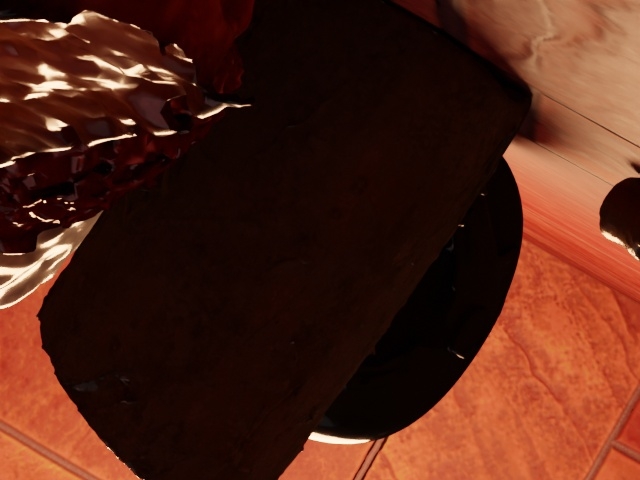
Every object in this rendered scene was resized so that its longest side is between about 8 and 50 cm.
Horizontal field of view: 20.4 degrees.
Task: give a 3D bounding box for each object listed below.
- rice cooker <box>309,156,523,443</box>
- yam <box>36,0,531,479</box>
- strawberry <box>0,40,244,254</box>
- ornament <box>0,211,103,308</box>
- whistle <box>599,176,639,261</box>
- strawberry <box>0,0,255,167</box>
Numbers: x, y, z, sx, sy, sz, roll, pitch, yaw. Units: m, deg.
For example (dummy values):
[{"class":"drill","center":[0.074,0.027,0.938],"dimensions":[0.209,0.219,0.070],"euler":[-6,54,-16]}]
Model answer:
[{"class":"rice cooker","center":[0.000,0.000,1.168],"dimensions":[0.267,0.267,0.224],"euler":[29,178,-16]},{"class":"yam","center":[-0.024,-0.006,0.917],"dimensions":[0.161,0.268,0.161],"euler":[34,-170,-7]},{"class":"strawberry","center":[-0.109,-0.100,0.752],"dimensions":[0.184,0.187,0.201],"euler":[49,147,-17]},{"class":"ornament","center":[-0.276,-0.103,1.130],"dimensions":[0.337,0.337,0.337],"euler":[29,-179,-1]},{"class":"whistle","center":[0.227,0.026,0.895],"dimensions":[0.107,0.057,0.220],"euler":[10,-161,-41]},{"class":"strawberry","center":[-0.157,-0.135,0.548],"dimensions":[0.253,0.150,0.280],"euler":[26,165,-28]}]
